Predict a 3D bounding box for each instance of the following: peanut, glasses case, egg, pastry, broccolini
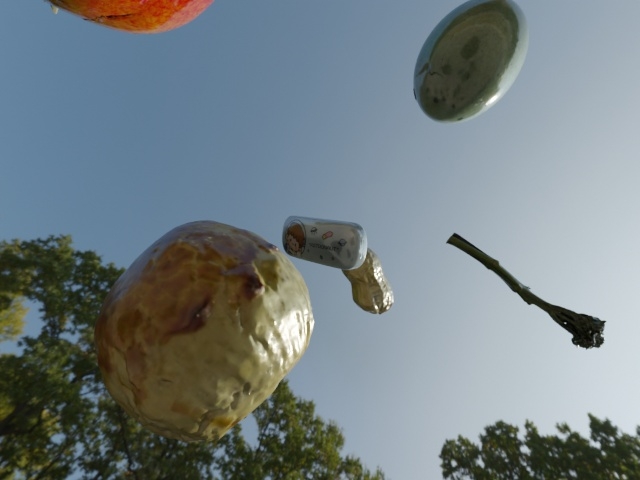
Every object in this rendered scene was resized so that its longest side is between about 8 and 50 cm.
[{"bbox_3d":[0.104,0.090,0.934,0.098,0.090,0.214,-38,-57,-20],"label":"peanut"},{"bbox_3d":[0.000,0.000,0.622,0.178,0.045,0.067,11,-81,49],"label":"glasses case"},{"bbox_3d":[0.260,-0.313,0.711,0.169,0.169,0.236,35,-99,6],"label":"egg"},{"bbox_3d":[-0.208,0.138,0.723,0.388,0.388,0.312,-33,-78,19],"label":"pastry"},{"bbox_3d":[0.246,0.062,0.497,0.218,0.042,0.044,33,-83,8],"label":"broccolini"}]

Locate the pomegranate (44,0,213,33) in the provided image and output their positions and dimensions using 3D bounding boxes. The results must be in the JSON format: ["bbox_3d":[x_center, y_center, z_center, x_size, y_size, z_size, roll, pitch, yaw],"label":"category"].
[{"bbox_3d":[-0.153,-0.256,0.282,0.235,0.210,0.210,-10,-81,28],"label":"pomegranate"}]
